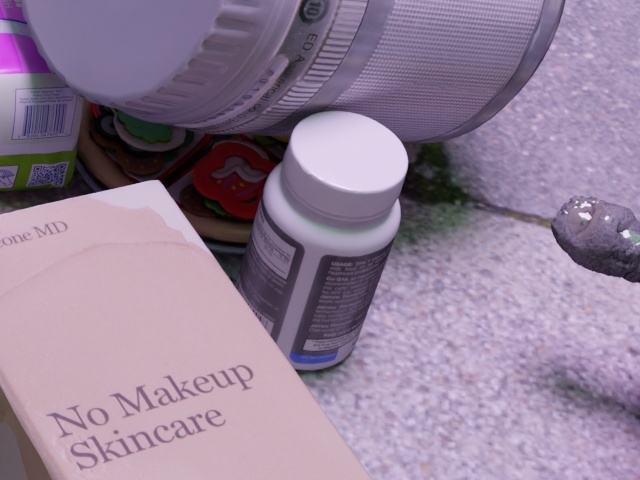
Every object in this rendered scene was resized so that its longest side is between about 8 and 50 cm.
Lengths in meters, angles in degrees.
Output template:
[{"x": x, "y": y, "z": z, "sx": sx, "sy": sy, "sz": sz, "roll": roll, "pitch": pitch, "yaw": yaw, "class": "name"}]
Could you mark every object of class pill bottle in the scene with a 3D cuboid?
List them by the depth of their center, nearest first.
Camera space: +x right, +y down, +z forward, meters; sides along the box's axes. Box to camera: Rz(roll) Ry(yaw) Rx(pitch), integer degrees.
[{"x": 0.000, "y": 0.000, "z": 1.050, "sx": 0.078, "sy": 0.137, "sz": 0.078, "roll": 10, "pitch": 42, "yaw": -9, "class": "pill bottle"}]

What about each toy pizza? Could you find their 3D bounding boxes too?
[{"x": -0.060, "y": -0.068, "z": 1.181, "sx": 0.201, "sy": 0.032, "sz": 0.201, "roll": 10, "pitch": 42, "yaw": -9, "class": "toy pizza"}]

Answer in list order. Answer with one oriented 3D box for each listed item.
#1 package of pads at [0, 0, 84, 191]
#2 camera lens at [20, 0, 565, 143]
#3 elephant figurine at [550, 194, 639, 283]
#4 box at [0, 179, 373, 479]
[{"x": -0.290, "y": -0.150, "z": 1.136, "sx": 0.229, "sy": 0.101, "sz": 0.296, "roll": -5, "pitch": 46, "yaw": -25, "class": "package of pads"}, {"x": -0.008, "y": -0.168, "z": 1.086, "sx": 0.274, "sy": 0.219, "sz": 0.219, "roll": -1, "pitch": 42, "yaw": -45, "class": "camera lens"}, {"x": 0.269, "y": 0.062, "z": 1.080, "sx": 0.239, "sy": 0.186, "sz": 0.169, "roll": -2, "pitch": 0, "yaw": 21, "class": "elephant figurine"}, {"x": -0.075, "y": 0.126, "z": 0.901, "sx": 0.148, "sy": 0.121, "sz": 0.311, "roll": -16, "pitch": 52, "yaw": -32, "class": "box"}]
